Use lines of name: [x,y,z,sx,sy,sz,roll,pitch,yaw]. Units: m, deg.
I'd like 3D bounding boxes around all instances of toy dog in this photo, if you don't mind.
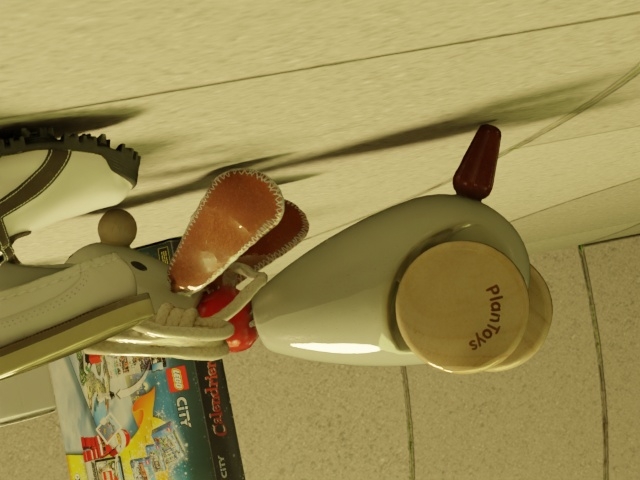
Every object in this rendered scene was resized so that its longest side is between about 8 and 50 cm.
toy dog: [0.000,0.000,1.131,0.334,0.161,0.220,4,177,-11]

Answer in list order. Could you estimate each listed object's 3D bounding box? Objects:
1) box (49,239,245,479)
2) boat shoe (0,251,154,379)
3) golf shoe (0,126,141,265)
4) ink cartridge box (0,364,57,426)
box: [-0.158,0.128,1.520,0.159,0.233,0.044,-14,175,31]
boat shoe: [-0.230,0.040,1.012,0.302,0.103,0.113,-15,180,34]
golf shoe: [-0.169,0.003,0.779,0.198,0.094,0.077,-11,175,-29]
ink cartridge box: [-0.312,0.104,1.495,0.072,0.127,0.175,-10,176,-43]
